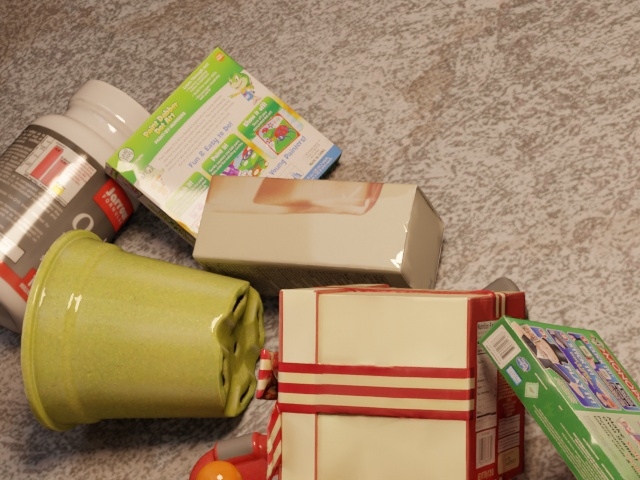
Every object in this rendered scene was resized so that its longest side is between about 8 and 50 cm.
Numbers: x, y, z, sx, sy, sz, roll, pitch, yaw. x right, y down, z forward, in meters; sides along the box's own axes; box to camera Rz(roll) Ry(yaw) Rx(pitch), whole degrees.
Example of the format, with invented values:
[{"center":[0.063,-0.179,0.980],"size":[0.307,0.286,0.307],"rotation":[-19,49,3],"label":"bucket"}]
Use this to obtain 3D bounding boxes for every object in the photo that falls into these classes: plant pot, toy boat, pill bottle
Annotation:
[{"center":[-0.219,0.133,2.015],"size":[0.254,0.276,0.276],"rotation":[6,55,16],"label":"plant pot"},{"center":[-0.105,0.322,1.843],"size":[0.151,0.151,0.231],"rotation":[-17,47,14],"label":"toy boat"},{"center":[-0.402,-0.056,2.278],"size":[0.210,0.210,0.363],"rotation":[22,65,38],"label":"pill bottle"}]

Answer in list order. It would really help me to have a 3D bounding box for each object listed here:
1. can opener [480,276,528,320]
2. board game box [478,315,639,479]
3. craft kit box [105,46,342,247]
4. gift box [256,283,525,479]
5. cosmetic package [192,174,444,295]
[{"center":[0.126,0.135,1.941],"size":[0.283,0.076,0.095],"rotation":[-34,46,-5],"label":"can opener"},{"center":[0.320,0.219,1.607],"size":[0.046,0.213,0.317],"rotation":[-47,58,21],"label":"board game box"},{"center":[-0.140,-0.114,2.211],"size":[0.247,0.061,0.250],"rotation":[42,73,2],"label":"craft kit box"},{"center":[0.077,0.183,1.725],"size":[0.258,0.255,0.276],"rotation":[2,86,24],"label":"gift box"},{"center":[0.000,0.000,2.032],"size":[0.296,0.153,0.129],"rotation":[5,70,21],"label":"cosmetic package"}]
